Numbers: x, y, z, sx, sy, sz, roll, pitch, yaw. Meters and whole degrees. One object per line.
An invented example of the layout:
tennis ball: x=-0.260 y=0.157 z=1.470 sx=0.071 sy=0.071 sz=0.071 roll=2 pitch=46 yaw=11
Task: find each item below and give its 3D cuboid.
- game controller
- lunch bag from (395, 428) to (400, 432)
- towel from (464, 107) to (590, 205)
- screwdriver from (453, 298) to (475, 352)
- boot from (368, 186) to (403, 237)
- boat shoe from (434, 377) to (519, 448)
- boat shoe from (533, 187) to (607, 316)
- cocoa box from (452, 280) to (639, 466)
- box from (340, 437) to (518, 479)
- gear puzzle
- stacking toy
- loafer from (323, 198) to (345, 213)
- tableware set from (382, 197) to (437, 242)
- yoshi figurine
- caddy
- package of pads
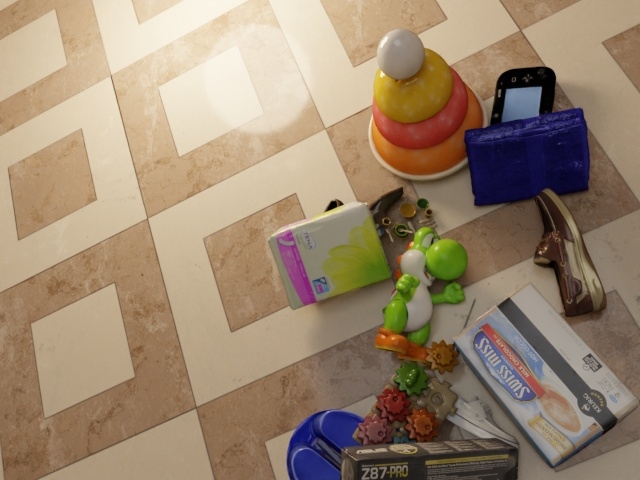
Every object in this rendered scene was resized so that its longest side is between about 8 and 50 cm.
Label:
game controller: x=0.570 y=-0.351 z=1.769 sx=0.167 sy=0.067 sz=0.319 roll=6 pitch=71 yaw=21
lunch bag: x=0.206 y=0.465 z=1.578 sx=0.067 sy=0.065 sz=0.098 roll=-13 pitch=64 yaw=-3
towel: x=0.548 y=-0.211 z=1.652 sx=0.308 sy=0.076 sz=0.227 roll=-8 pitch=111 yaw=17
screwdriver: x=0.376 y=0.228 z=1.640 sx=0.025 sy=0.024 sz=0.169 roll=-2 pitch=59 yaw=49
boot: x=0.171 y=-0.062 z=1.805 sx=0.219 sy=0.082 sz=0.106 roll=-34 pitch=87 yaw=-5
boat shoe: x=0.371 y=0.423 z=1.521 sx=0.258 sy=0.095 sz=0.084 roll=27 pitch=84 yaw=24
boat shoe: x=0.601 y=0.031 z=1.584 sx=0.123 sy=0.123 sz=0.341 roll=-19 pitch=71 yaw=10
cocoa box: x=0.506 y=0.315 z=1.439 sx=0.228 sy=0.231 sz=0.347 roll=-37 pitch=63 yaw=2
box: x=0.233 y=0.601 z=1.335 sx=0.395 sy=0.097 sz=0.318 roll=2 pitch=90 yaw=-20
gear puzzle: x=0.237 y=0.380 z=1.484 sx=0.175 sy=0.044 sz=0.339 roll=35 pitch=67 yaw=10
stacking toy: x=0.256 y=-0.404 z=1.664 sx=0.351 sy=0.480 sz=0.350 roll=-6 pitch=68 yaw=16
loafer: x=0.000 y=0.000 z=1.816 sx=0.096 sy=0.084 sz=0.267 roll=18 pitch=76 yaw=22
tableware set: x=0.249 y=-0.063 z=1.758 sx=0.154 sy=0.024 sz=0.104 roll=-19 pitch=68 yaw=-12
yoshi figurine: x=0.280 y=0.133 z=1.623 sx=0.203 sy=0.203 sz=0.362 roll=15 pitch=72 yaw=7
caddy: x=0.075 y=0.564 z=1.517 sx=0.341 sy=0.179 sz=0.241 roll=37 pitch=73 yaw=11
package of pads: x=0.023 y=0.036 z=1.724 sx=0.297 sy=0.101 sz=0.229 roll=-18 pitch=95 yaw=3
